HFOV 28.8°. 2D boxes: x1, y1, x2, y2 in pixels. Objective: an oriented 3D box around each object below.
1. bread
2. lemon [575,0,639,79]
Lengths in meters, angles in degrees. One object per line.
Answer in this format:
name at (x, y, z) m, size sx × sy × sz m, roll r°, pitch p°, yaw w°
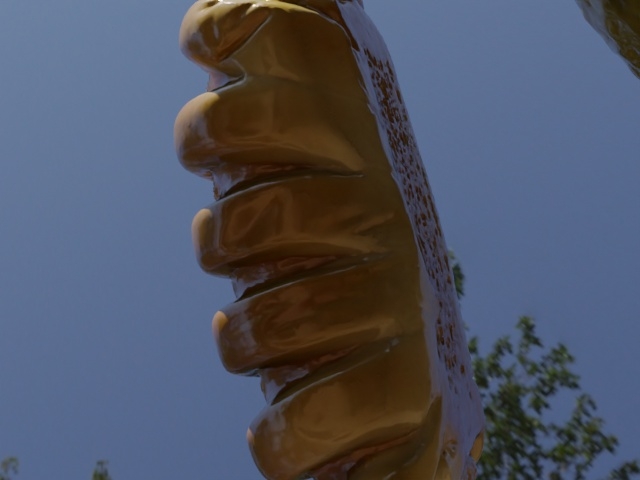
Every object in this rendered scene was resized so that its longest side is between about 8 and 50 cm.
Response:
bread at (0.000, 0.000, 0.659) m, size 0.121 × 0.173 × 0.311 m, roll -16°, pitch -100°, yaw 15°
lemon at (0.324, -0.221, 0.755) m, size 0.387 × 0.350 × 0.350 m, roll 14°, pitch -79°, yaw -41°
